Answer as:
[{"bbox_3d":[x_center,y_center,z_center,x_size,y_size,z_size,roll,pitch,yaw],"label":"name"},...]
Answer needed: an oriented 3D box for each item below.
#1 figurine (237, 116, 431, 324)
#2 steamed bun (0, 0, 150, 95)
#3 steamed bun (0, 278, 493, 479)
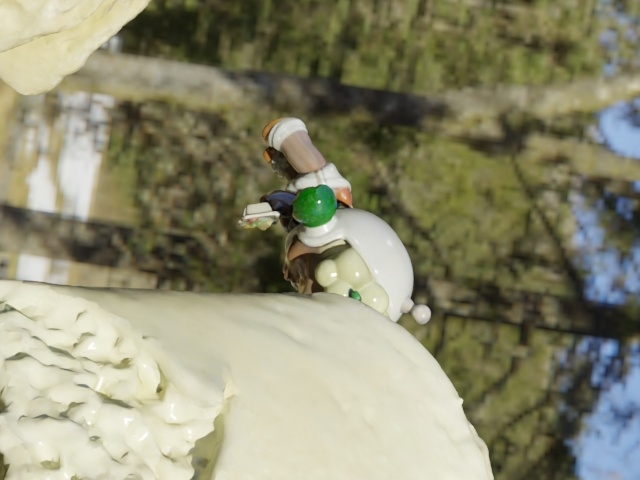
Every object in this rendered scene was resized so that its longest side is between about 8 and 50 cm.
[{"bbox_3d":[-0.001,0.001,1.117,0.197,0.093,0.147,52,-17,32],"label":"figurine"},{"bbox_3d":[-0.137,-0.313,0.939,0.428,0.247,0.189,-44,161,18],"label":"steamed bun"},{"bbox_3d":[-0.067,0.182,0.641,0.290,0.273,0.272,120,-42,-53],"label":"steamed bun"}]
